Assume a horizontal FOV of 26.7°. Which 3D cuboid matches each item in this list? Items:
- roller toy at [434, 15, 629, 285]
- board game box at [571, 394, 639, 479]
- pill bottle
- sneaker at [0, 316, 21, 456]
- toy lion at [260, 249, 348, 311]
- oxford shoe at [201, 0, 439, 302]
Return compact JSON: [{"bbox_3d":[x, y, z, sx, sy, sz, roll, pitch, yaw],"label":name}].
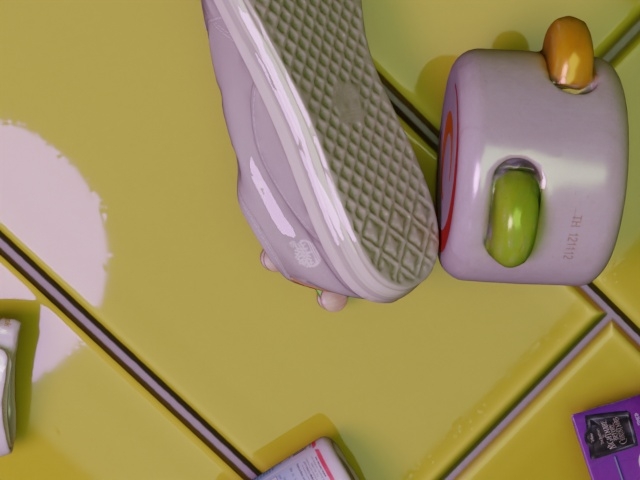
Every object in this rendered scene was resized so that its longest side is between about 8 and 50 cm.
[{"bbox_3d":[0.176,-0.062,1.110,0.146,0.191,0.209,3,72,-2],"label":"roller toy"},{"bbox_3d":[0.362,0.282,1.129,0.208,0.056,0.346,-20,64,10],"label":"board game box"},{"bbox_3d":[-0.039,0.248,1.185,0.160,0.087,0.087,-32,97,1],"label":"pill bottle"},{"bbox_3d":[-0.343,0.059,1.147,0.169,0.108,0.292,-11,106,-3],"label":"sneaker"},{"bbox_3d":[0.000,0.000,1.190,0.100,0.034,0.096,36,86,-6],"label":"toy lion"},{"bbox_3d":[-0.036,-0.154,1.117,0.169,0.130,0.449,-17,89,-45],"label":"oxford shoe"}]
